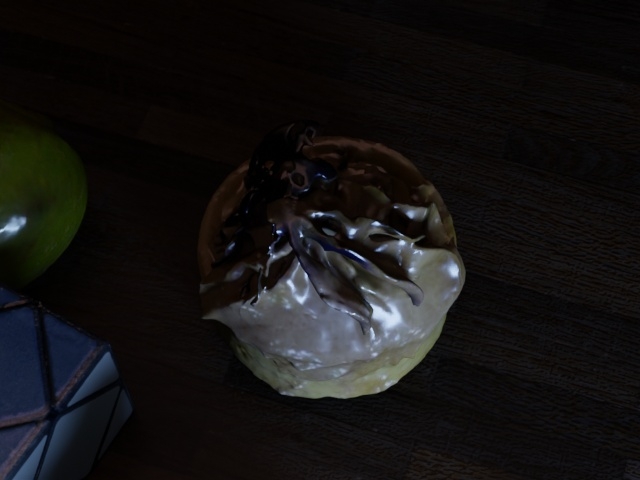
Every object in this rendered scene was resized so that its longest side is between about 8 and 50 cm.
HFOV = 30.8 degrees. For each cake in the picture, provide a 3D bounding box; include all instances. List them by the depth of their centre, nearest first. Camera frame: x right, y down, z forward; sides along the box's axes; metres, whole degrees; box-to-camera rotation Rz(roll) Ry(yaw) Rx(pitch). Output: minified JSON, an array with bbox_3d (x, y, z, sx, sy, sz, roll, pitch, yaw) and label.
[{"bbox_3d":[0.007,-0.004,1.374,0.332,0.321,0.332,0,62,1],"label":"cake"}]

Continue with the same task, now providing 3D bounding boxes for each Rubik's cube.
[{"bbox_3d":[-0.362,0.188,1.331,0.205,0.207,0.205,27,65,17],"label":"Rubik's cube"}]

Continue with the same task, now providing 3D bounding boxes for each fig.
[{"bbox_3d":[-0.442,-0.027,1.437,0.258,0.258,0.326,29,76,16],"label":"fig"}]
